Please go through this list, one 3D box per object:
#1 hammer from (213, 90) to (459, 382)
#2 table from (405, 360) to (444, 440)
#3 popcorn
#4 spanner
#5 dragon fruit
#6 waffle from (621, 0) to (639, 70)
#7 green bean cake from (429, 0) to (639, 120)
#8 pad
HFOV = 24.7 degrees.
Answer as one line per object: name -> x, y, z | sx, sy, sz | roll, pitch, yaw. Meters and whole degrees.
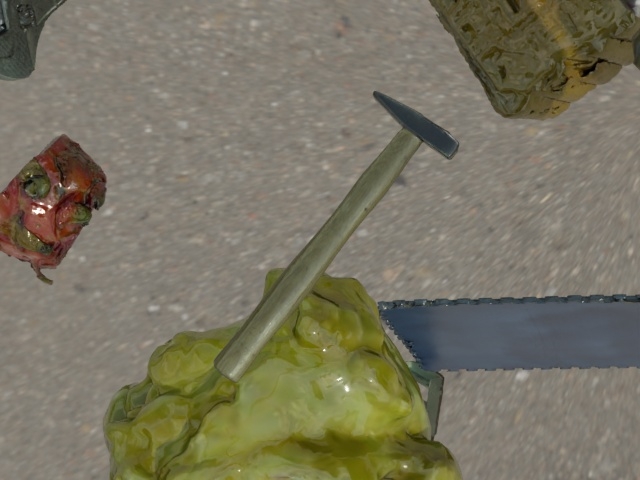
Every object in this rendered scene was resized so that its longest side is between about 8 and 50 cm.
hammer -> 0.000, 0.000, 0.880 | 0.062, 0.013, 0.199 | 38, 86, 6
table -> 0.071, 0.222, 1.755 | 0.146, 0.062, 0.175 | 25, 114, 53
popcorn -> -0.036, 0.165, 1.135 | 0.250, 0.235, 0.241 | -26, 61, -4
spanner -> -0.281, -0.276, 1.607 | 0.026, 0.325, 0.093 | -4, 123, 31
dragon fruit -> -0.277, -0.035, 1.498 | 0.102, 0.096, 0.147 | 34, 83, -17
waffle -> 0.352, -0.076, 1.025 | 0.095, 0.379, 0.382 | -31, 114, -8
green bean cake -> 0.250, -0.275, 1.647 | 0.224, 0.131, 0.229 | -40, 73, 30
pad -> 0.207, 0.096, 1.457 | 0.269, 0.269, 0.012 | -2, 72, 13
